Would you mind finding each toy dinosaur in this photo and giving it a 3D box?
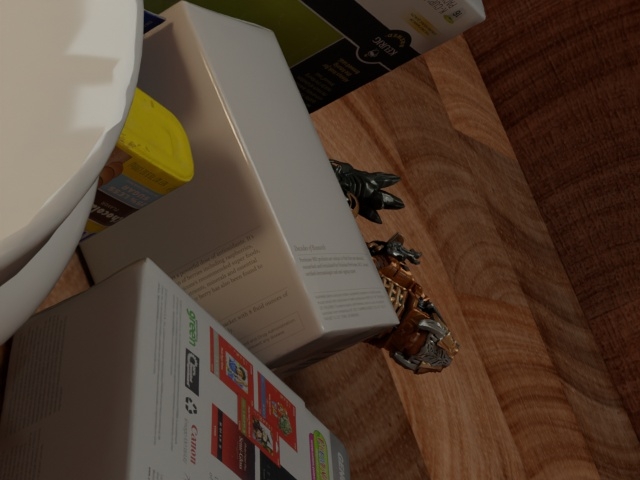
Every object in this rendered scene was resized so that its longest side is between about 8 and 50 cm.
[{"bbox_3d":[0.000,0.000,1.309,0.322,0.164,0.218,56,13,-7],"label":"toy dinosaur"}]

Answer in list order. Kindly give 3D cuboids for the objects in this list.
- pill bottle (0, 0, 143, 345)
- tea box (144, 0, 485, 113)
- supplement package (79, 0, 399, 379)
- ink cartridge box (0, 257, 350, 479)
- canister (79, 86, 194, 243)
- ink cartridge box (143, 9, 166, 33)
[{"bbox_3d":[-0.214,-0.029,0.531,0.224,0.392,0.224,6,75,-24],"label":"pill bottle"},{"bbox_3d":[-0.072,-0.283,1.291,0.329,0.324,0.220,29,40,-56],"label":"tea box"},{"bbox_3d":[-0.089,-0.024,1.150,0.175,0.178,0.293,0,66,-66],"label":"supplement package"},{"bbox_3d":[-0.090,0.219,0.928,0.272,0.130,0.309,46,27,-37],"label":"ink cartridge box"},{"bbox_3d":[-0.190,-0.045,0.957,0.126,0.170,0.073,33,36,-51],"label":"canister"},{"bbox_3d":[-0.248,-0.132,0.936,0.333,0.165,0.065,10,56,-62],"label":"ink cartridge box"}]
